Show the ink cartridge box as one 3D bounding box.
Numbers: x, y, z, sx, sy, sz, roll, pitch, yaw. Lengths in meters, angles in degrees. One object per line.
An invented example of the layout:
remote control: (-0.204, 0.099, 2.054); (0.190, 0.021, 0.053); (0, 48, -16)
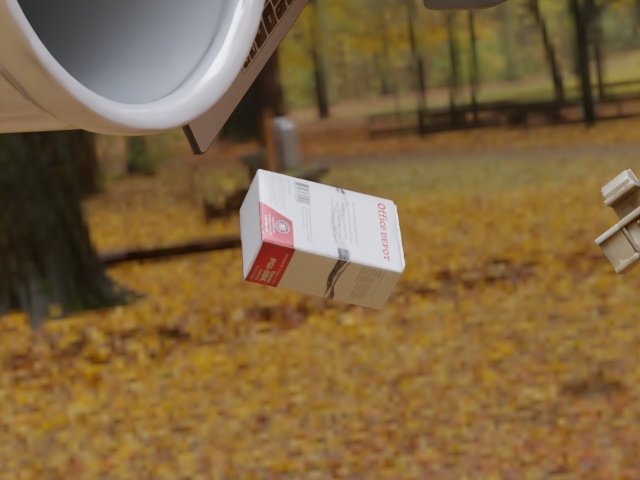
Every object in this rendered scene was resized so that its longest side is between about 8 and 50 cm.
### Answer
ink cartridge box: (0.000, 0.000, 1.598); (0.135, 0.056, 0.099); (13, 40, -16)

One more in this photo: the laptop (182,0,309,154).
laptop: (0.014, -0.319, 1.821); (0.236, 0.408, 0.382); (20, -26, 26)

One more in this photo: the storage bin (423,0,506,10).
storage bin: (0.102, -0.197, 1.079); (0.135, 0.091, 0.098); (-26, 22, -37)

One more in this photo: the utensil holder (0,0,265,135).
utensil holder: (-0.278, -0.228, 1.214); (0.385, 0.327, 0.327); (0, 7, 31)

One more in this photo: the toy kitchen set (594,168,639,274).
toy kitchen set: (0.237, -0.027, 1.364); (0.083, 0.068, 0.075); (-39, -23, 20)
